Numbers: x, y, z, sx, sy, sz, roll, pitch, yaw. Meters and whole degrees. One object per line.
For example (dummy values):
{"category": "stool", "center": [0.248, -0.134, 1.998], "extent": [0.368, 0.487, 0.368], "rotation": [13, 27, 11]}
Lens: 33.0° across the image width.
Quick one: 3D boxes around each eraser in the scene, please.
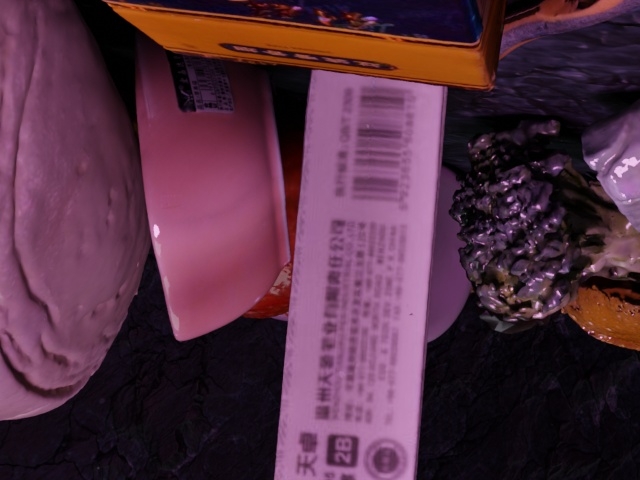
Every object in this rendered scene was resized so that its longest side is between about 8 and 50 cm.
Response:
{"category": "eraser", "center": [0.025, 0.084, 0.753], "extent": [0.098, 0.404, 0.096], "rotation": [5, -179, 1]}

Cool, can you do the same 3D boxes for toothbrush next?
{"category": "toothbrush", "center": [0.119, -0.107, 0.480], "extent": [0.031, 0.023, 0.321], "rotation": [17, 175, -11]}

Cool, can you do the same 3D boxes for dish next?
{"category": "dish", "center": [-0.068, -0.044, 0.746], "extent": [0.090, 0.213, 0.213], "rotation": [-7, 178, -3]}

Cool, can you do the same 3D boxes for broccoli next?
{"category": "broccoli", "center": [0.248, -0.020, 0.873], "extent": [0.304, 0.165, 0.145], "rotation": [-3, 151, -25]}

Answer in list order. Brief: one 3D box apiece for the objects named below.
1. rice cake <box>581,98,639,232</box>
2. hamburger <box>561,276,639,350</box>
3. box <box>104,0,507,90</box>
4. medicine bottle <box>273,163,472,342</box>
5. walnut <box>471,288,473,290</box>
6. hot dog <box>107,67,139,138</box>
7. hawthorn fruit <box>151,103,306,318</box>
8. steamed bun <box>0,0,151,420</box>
{"category": "rice cake", "center": [0.246, -0.028, 0.734], "extent": [0.069, 0.063, 0.206], "rotation": [-30, 141, 23]}
{"category": "hamburger", "center": [0.368, 0.032, 1.116], "extent": [0.244, 0.163, 0.244], "rotation": [14, 171, 2]}
{"category": "box", "center": [-0.017, -0.115, 0.367], "extent": [0.152, 0.070, 0.237], "rotation": [9, 175, 12]}
{"category": "medicine bottle", "center": [0.000, 0.000, 1.242], "extent": [0.316, 0.202, 0.202], "rotation": [6, 176, 41]}
{"category": "walnut", "center": [0.186, 0.001, 1.325], "extent": [0.166, 0.149, 0.166], "rotation": [-19, 171, -3]}
{"category": "hot dog", "center": [-0.271, -0.101, 0.920], "extent": [0.272, 0.122, 0.196], "rotation": [10, 159, -19]}
{"category": "hawthorn fruit", "center": [-0.054, -0.031, 0.956], "extent": [0.205, 0.205, 0.253], "rotation": [10, 170, -5]}
{"category": "steamed bun", "center": [-0.245, -0.010, 0.663], "extent": [0.247, 0.236, 0.383], "rotation": [13, 157, 6]}
